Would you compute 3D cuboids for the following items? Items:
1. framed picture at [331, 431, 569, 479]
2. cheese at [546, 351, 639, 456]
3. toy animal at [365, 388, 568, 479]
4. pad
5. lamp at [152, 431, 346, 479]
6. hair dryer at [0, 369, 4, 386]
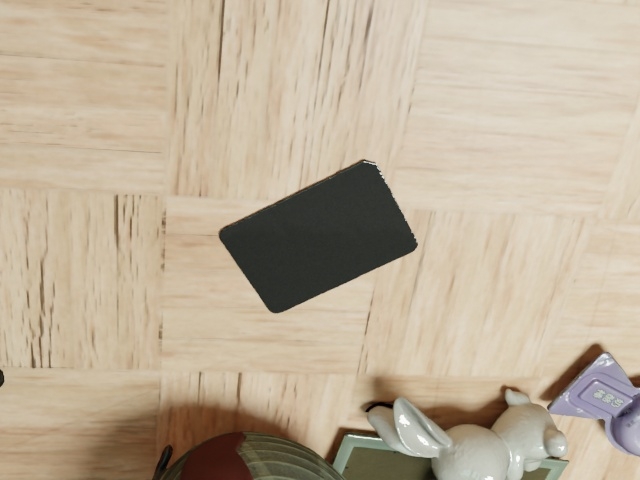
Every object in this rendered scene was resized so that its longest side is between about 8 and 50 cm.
[{"bbox_3d":[0.125,0.311,0.994,0.273,0.016,0.217,11,121,-15],"label":"framed picture"},{"bbox_3d":[0.343,0.186,0.924,0.190,0.042,0.105,28,115,-22],"label":"cheese"},{"bbox_3d":[0.147,0.216,0.896,0.181,0.127,0.131,-9,162,-16],"label":"toy animal"},{"bbox_3d":[0.000,0.000,0.778,0.157,0.003,0.112,-25,124,9],"label":"pad"},{"bbox_3d":[-0.056,0.308,0.834,0.233,0.265,0.233,-21,168,-5],"label":"lamp"},{"bbox_3d":[-0.386,0.212,0.826,0.197,0.089,0.251,33,107,-25],"label":"hair dryer"}]
